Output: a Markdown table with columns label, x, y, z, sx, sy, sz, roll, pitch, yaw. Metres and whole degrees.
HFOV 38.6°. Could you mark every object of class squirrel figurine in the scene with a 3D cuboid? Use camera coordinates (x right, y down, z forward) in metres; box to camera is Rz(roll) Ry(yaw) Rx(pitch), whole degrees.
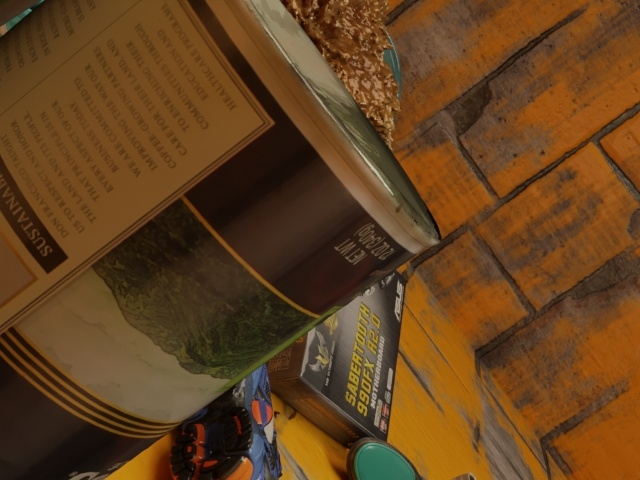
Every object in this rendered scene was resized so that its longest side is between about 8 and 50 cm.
| label | x | y | z | sx | sy | sz | roll | pitch | yaw |
| --- | --- | --- | --- | --- | --- | --- | --- | --- | --- |
| squirrel figurine | -0.091 | -0.231 | 1.074 | 0.396 | 0.281 | 0.370 | 9 | 27 | -1 |

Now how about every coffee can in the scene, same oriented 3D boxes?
| label | x | y | z | sx | sy | sz | roll | pitch | yaw |
| --- | --- | --- | --- | --- | --- | --- | --- | --- | --- |
| coffee can | -0.111 | -0.001 | 0.445 | 0.201 | 0.275 | 0.201 | 51 | 11 | -13 |

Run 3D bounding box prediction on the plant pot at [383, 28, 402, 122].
| label | x | y | z | sx | sy | sz | roll | pitch | yaw |
| --- | --- | --- | --- | --- | --- | --- | --- | --- | --- |
| plant pot | -0.076 | -0.265 | 1.458 | 0.341 | 0.341 | 0.334 | 55 | 17 | 10 |

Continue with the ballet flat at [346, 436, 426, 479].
| label | x | y | z | sx | sy | sz | roll | pitch | yaw |
| --- | --- | --- | --- | --- | --- | --- | --- | --- | --- |
| ballet flat | 0.088 | 0.285 | 1.037 | 0.203 | 0.074 | 0.074 | 42 | 14 | -24 |

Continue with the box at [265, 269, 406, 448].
| label | x | y | z | sx | sy | sz | roll | pitch | yaw |
| --- | --- | --- | --- | --- | --- | --- | --- | --- | --- |
| box | 0.024 | 0.100 | 1.063 | 0.183 | 0.056 | 0.231 | 46 | 42 | -40 |

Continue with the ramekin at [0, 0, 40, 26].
| label | x | y | z | sx | sy | sz | roll | pitch | yaw |
| --- | --- | --- | --- | --- | --- | --- | --- | --- | --- |
| ramekin | -0.221 | -0.145 | 0.394 | 0.148 | 0.303 | 0.303 | 58 | 8 | -16 |

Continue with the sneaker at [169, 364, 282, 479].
| label | x | y | z | sx | sy | sz | roll | pitch | yaw |
| --- | --- | --- | --- | --- | --- | --- | --- | --- | --- |
| sneaker | -0.071 | 0.156 | 0.722 | 0.221 | 0.083 | 0.087 | -92 | 161 | -69 |

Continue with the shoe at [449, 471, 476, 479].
| label | x | y | z | sx | sy | sz | roll | pitch | yaw |
| --- | --- | --- | --- | --- | --- | --- | --- | --- | --- |
| shoe | 0.211 | 0.391 | 1.146 | 0.076 | 0.058 | 0.219 | 42 | 15 | -48 |

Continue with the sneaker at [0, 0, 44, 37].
| label | x | y | z | sx | sy | sz | roll | pitch | yaw |
| --- | --- | --- | --- | --- | --- | --- | --- | --- | --- |
| sneaker | -0.240 | -0.155 | 0.857 | 0.275 | 0.110 | 0.107 | 52 | 10 | -16 |
